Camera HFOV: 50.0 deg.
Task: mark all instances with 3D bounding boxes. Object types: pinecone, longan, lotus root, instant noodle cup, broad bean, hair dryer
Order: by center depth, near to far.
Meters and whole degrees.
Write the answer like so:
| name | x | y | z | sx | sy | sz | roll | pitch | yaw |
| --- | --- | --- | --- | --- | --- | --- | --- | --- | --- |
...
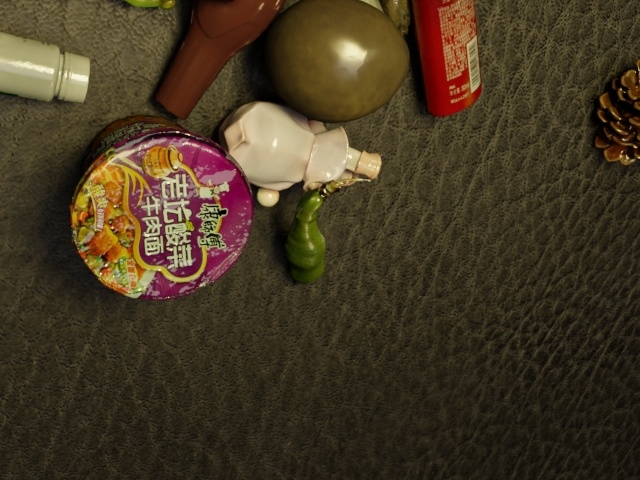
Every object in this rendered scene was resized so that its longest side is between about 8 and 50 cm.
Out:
| name | x | y | z | sx | sy | sz | roll | pitch | yaw |
| --- | --- | --- | --- | --- | --- | --- | --- | --- | --- |
| hair dryer | -0.155 | -0.295 | 0.874 | 0.123 | 0.340 | 0.312 | 36 | 103 | 0 |
| longan | 0.020 | -0.260 | 0.993 | 0.212 | 0.198 | 0.198 | 16 | 110 | 6 |
| instant noodle cup | -0.244 | -0.066 | 1.007 | 0.251 | 0.190 | 0.251 | -10 | 118 | -20 |
| lotus root | 0.122 | -0.377 | 1.111 | 0.049 | 0.054 | 0.099 | -15 | 125 | 4 |
| broad bean | -0.011 | -0.001 | 1.151 | 0.098 | 0.056 | 0.318 | 7 | 148 | -14 |
| pinecone | 0.637 | -0.259 | 1.344 | 0.185 | 0.169 | 0.212 | -47 | 138 | -15 |

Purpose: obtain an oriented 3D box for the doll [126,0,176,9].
| name | x | y | z | sx | sy | sz | roll | pitch | yaw |
| --- | --- | --- | --- | --- | --- | --- | --- | --- | --- |
| doll | -0.274 | -0.478 | 0.859 | 0.341 | 0.098 | 0.346 | 1 | 121 | -16 |

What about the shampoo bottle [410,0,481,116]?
| name | x | y | z | sx | sy | sz | roll | pitch | yaw |
| --- | --- | --- | --- | --- | --- | --- | --- | --- | --- |
| shampoo bottle | 0.202 | -0.359 | 1.116 | 0.118 | 0.076 | 0.314 | -33 | 132 | -17 |

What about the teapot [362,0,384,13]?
| name | x | y | z | sx | sy | sz | roll | pitch | yaw |
| --- | --- | --- | --- | --- | --- | --- | --- | --- | --- |
| teapot | 0.048 | -0.345 | 1.081 | 0.107 | 0.077 | 0.200 | -21 | 124 | 14 |

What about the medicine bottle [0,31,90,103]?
| name | x | y | z | sx | sy | sz | roll | pitch | yaw |
| --- | --- | --- | --- | --- | --- | --- | --- | --- | --- |
| medicine bottle | -0.385 | -0.230 | 0.927 | 0.130 | 0.080 | 0.080 | 8 | 110 | -28 |

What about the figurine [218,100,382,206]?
| name | x | y | z | sx | sy | sz | roll | pitch | yaw |
| --- | --- | --- | --- | --- | --- | --- | --- | --- | --- |
| figurine | -0.038 | -0.141 | 1.101 | 0.276 | 0.133 | 0.200 | 11 | 102 | -29 |
